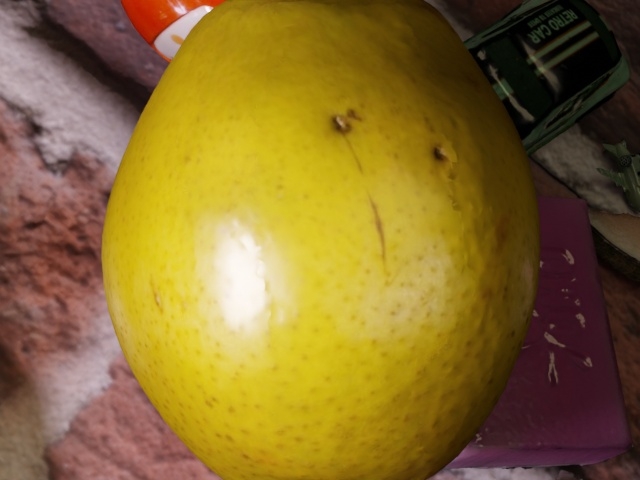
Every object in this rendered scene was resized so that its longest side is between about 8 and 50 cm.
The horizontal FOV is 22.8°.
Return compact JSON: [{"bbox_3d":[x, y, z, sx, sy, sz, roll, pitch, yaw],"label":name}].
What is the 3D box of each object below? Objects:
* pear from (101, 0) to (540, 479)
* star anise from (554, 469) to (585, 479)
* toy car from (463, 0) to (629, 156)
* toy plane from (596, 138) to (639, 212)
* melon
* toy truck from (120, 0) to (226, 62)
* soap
[{"bbox_3d":[0.000,0.000,1.292,0.362,0.362,0.419,3,84,-25],"label":"pear"},{"bbox_3d":[0.168,0.315,1.194,0.331,0.118,0.332,7,57,-12],"label":"star anise"},{"bbox_3d":[0.197,-0.159,1.589,0.306,0.125,0.136,-33,87,-34],"label":"toy car"},{"bbox_3d":[0.325,-0.069,1.667,0.080,0.033,0.083,-13,76,-44],"label":"toy plane"},{"bbox_3d":[0.343,0.011,1.634,0.182,0.054,0.098,6,61,-25],"label":"melon"},{"bbox_3d":[-0.041,-0.212,1.465,0.264,0.189,0.239,-20,88,-31],"label":"toy truck"},{"bbox_3d":[0.186,0.082,1.509,0.181,0.081,0.259,4,68,-24],"label":"soap"}]
